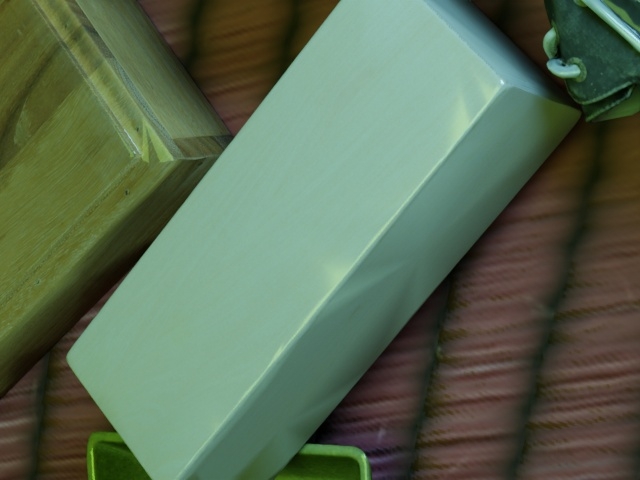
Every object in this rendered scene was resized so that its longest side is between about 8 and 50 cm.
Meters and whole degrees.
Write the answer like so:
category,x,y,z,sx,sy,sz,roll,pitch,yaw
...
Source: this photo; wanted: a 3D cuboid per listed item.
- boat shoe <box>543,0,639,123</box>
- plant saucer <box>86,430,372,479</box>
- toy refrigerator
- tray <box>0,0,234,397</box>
category,x,y,z,sx,sy,sz,roll,pitch,yaw
boat shoe,0.153,-0.099,0.814,0.335,0.121,0.119,43,112,18
plant saucer,-0.039,0.199,1.013,0.188,0.045,0.188,0,95,32
toy refrigerator,0.000,0.000,0.917,0.269,0.094,0.102,-52,60,18
tray,-0.248,0.000,1.103,0.411,0.076,0.203,-43,74,27
